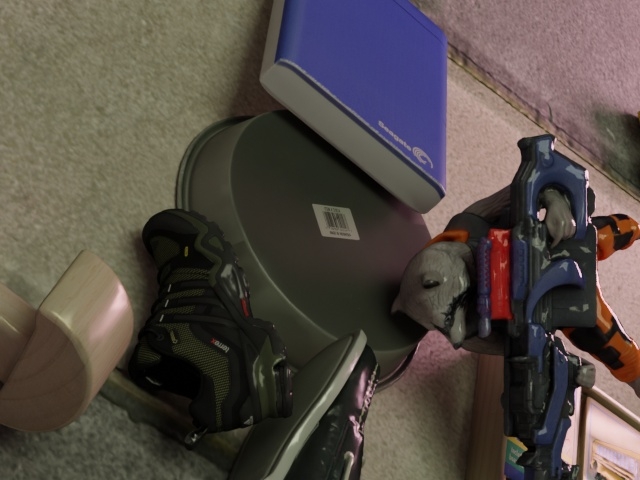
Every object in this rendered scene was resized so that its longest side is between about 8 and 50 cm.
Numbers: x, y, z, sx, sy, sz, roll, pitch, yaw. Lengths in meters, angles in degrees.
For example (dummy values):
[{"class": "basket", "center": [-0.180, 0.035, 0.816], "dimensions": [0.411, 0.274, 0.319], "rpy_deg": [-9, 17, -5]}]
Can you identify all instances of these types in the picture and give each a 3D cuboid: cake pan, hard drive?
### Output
[{"class": "cake pan", "center": [0.000, 0.000, 1.745], "dimensions": [0.293, 0.054, 0.293], "rpy_deg": [27, 44, -30]}, {"class": "hard drive", "center": [0.041, -0.181, 1.887], "dimensions": [0.210, 0.040, 0.319], "rpy_deg": [38, 28, -19]}]

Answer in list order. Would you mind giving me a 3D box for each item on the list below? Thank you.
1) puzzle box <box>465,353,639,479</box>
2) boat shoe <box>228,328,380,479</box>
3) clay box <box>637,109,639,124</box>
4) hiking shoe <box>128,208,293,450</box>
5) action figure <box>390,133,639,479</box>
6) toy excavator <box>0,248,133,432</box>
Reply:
[{"class": "puzzle box", "center": [0.305, 0.293, 1.842], "dimensions": [0.409, 0.052, 0.272], "rpy_deg": [35, 40, -23]}, {"class": "boat shoe", "center": [-0.017, 0.196, 1.536], "dimensions": [0.091, 0.114, 0.302], "rpy_deg": [44, 50, -11]}, {"class": "clay box", "center": [0.465, -0.091, 2.309], "dimensions": [0.222, 0.053, 0.127], "rpy_deg": [20, 48, -34]}, {"class": "hiking shoe", "center": [-0.111, 0.064, 1.546], "dimensions": [0.114, 0.086, 0.227], "rpy_deg": [-20, 51, -18]}, {"class": "action figure", "center": [0.204, 0.087, 1.773], "dimensions": [0.330, 0.178, 0.341], "rpy_deg": [13, 80, -35]}, {"class": "toy excavator", "center": [-0.345, -0.097, 1.343], "dimensions": [0.433, 0.445, 0.222], "rpy_deg": [13, 38, 15]}]
